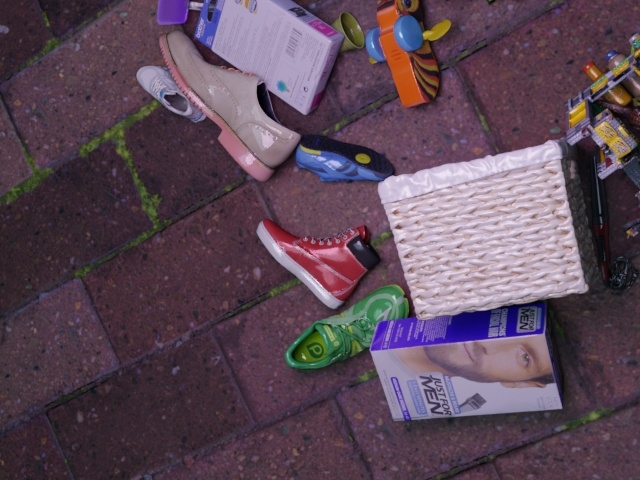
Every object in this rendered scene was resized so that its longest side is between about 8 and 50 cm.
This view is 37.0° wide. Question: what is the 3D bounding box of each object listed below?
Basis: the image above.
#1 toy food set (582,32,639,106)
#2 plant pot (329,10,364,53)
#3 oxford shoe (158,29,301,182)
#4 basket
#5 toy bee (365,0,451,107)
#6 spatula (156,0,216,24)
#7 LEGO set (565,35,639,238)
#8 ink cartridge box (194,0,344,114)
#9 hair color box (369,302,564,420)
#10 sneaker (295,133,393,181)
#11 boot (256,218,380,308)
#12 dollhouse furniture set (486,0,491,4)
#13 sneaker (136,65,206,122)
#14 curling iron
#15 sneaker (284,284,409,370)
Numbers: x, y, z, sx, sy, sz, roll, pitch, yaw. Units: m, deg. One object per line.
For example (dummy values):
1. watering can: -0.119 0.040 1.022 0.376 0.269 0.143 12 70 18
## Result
1. toy food set: 0.599 -0.348 1.732 0.232 0.111 0.104 -45 77 28
2. plant pot: 0.035 -0.414 1.962 0.079 0.083 0.083 -25 84 32
3. oxford shoe: -0.188 -0.311 2.015 0.146 0.140 0.397 -41 79 14
4. basket: 0.317 -0.024 1.746 0.331 0.328 0.266 -11 91 20
5. toy bee: 0.172 -0.423 1.878 0.195 0.162 0.298 13 129 34
6. spatula: -0.230 -0.505 2.073 0.297 0.030 0.084 7 95 20
7. LEGO set: 0.576 -0.172 1.643 0.255 0.192 0.331 -29 111 27
8. ink cartridge box: -0.111 -0.422 1.983 0.311 0.065 0.185 35 131 13
9. hair color box: 0.285 0.240 1.853 0.339 0.110 0.185 -9 119 19
10. sneaker: 0.048 -0.154 1.983 0.209 0.069 0.082 17 131 10
11. boot: 0.000 0.000 1.993 0.244 0.088 0.176 41 105 5
12. dollhouse furniture set: 0.380 -0.512 1.838 0.152 0.058 0.076 -36 94 13
13. sneaker: -0.336 -0.328 2.096 0.191 0.083 0.071 33 105 17
14. curling iron: 0.546 -0.034 1.814 0.068 0.035 0.274 -13 89 16
15. sneaker: 0.055 0.194 1.961 0.296 0.123 0.109 -33 81 18
